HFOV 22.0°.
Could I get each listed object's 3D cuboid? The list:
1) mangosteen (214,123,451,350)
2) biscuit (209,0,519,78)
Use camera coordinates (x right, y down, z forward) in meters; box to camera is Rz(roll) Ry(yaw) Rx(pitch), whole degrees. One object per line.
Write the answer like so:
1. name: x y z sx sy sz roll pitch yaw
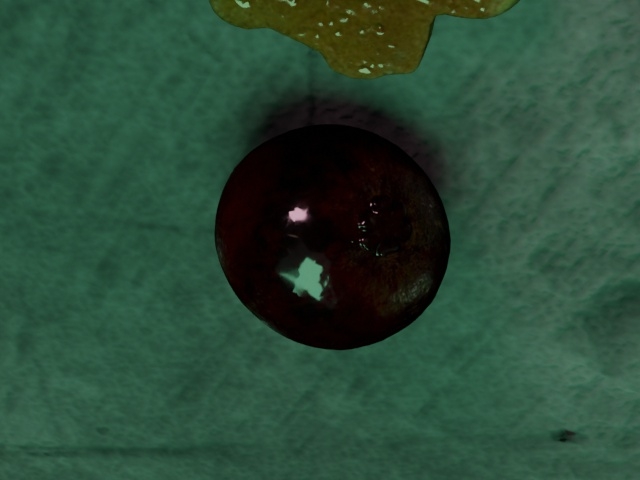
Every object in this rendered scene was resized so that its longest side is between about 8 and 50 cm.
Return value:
1. mangosteen: 0.000 0.000 0.896 0.140 0.140 0.140 7 138 6
2. biscuit: 0.036 -0.168 0.755 0.166 0.036 0.225 23 135 -13
